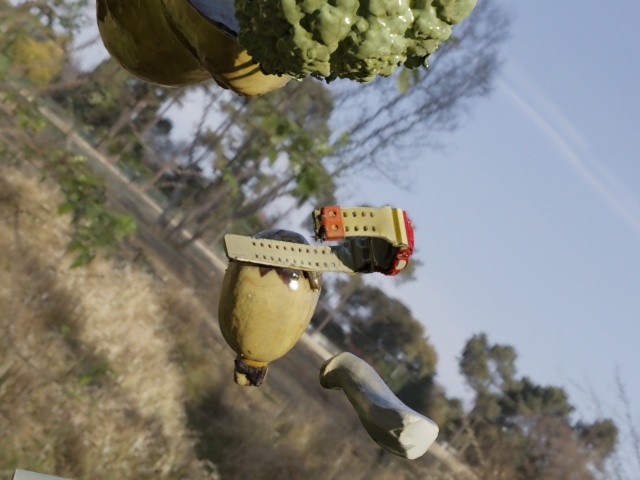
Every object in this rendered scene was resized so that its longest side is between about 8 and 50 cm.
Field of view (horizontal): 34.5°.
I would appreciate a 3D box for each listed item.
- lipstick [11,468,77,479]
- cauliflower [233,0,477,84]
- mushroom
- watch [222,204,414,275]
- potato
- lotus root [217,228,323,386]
[{"bbox_3d":[-0.327,0.429,1.601,0.318,0.066,0.068,16,24,-16],"label":"lipstick"},{"bbox_3d":[0.042,-0.303,1.123,0.327,0.260,0.281,24,28,21],"label":"cauliflower"},{"bbox_3d":[0.116,0.336,2.181,0.329,0.122,0.159,38,-35,46],"label":"mushroom"},{"bbox_3d":[0.009,-0.002,1.530,0.269,0.102,0.165,5,-24,-31],"label":"watch"},{"bbox_3d":[-0.165,-0.301,1.447,0.397,0.290,0.296,58,-46,22],"label":"potato"},{"bbox_3d":[-0.095,0.123,1.781,0.183,0.183,0.309,36,-51,27],"label":"lotus root"}]
